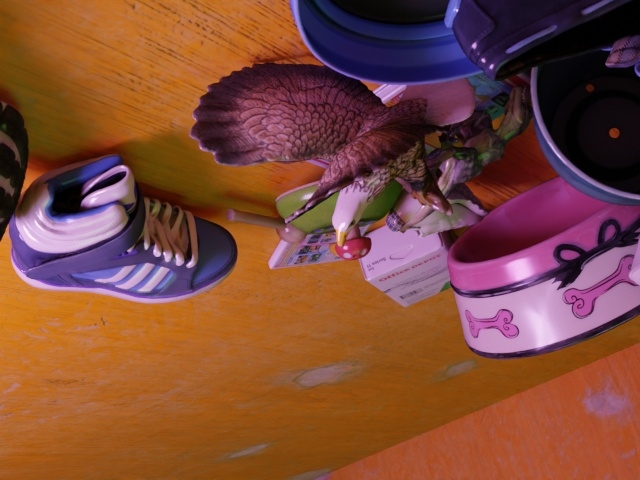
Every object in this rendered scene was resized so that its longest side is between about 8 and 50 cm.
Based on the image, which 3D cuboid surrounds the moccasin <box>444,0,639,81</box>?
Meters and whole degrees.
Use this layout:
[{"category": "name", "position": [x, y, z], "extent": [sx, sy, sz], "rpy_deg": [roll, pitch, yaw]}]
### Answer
[{"category": "moccasin", "position": [0.295, -0.219, 0.874], "extent": [0.342, 0.117, 0.138], "rpy_deg": [-15, 156, -6]}]

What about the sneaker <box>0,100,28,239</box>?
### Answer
[{"category": "sneaker", "position": [-0.435, -0.105, 0.859], "extent": [0.182, 0.158, 0.410], "rpy_deg": [15, 168, 13]}]

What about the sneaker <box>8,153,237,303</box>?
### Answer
[{"category": "sneaker", "position": [-0.232, -0.016, 1.133], "extent": [0.323, 0.130, 0.236], "rpy_deg": [1, 155, -25]}]

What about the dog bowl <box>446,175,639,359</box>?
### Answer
[{"category": "dog bowl", "position": [0.382, 0.015, 1.394], "extent": [0.408, 0.150, 0.408], "rpy_deg": [-28, -170, 5]}]

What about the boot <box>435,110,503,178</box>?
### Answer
[{"category": "boot", "position": [0.198, -0.134, 1.227], "extent": [0.106, 0.037, 0.114], "rpy_deg": [-23, 152, 14]}]

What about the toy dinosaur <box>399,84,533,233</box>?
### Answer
[{"category": "toy dinosaur", "position": [0.171, -0.105, 1.158], "extent": [0.118, 0.064, 0.268], "rpy_deg": [21, 123, -44]}]

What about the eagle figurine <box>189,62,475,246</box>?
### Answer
[{"category": "eagle figurine", "position": [0.039, -0.101, 0.985], "extent": [0.226, 0.225, 0.298], "rpy_deg": [-19, 158, 33]}]

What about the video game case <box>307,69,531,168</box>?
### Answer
[{"category": "video game case", "position": [0.135, -0.167, 1.185], "extent": [0.285, 0.025, 0.204], "rpy_deg": [-31, 152, 30]}]

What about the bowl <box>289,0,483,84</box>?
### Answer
[{"category": "bowl", "position": [0.152, -0.299, 0.845], "extent": [0.391, 0.077, 0.391], "rpy_deg": [-14, 156, -6]}]

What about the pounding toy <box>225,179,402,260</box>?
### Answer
[{"category": "pounding toy", "position": [0.013, -0.016, 1.249], "extent": [0.237, 0.110, 0.183], "rpy_deg": [-16, 172, 29]}]

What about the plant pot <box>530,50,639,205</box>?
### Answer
[{"category": "plant pot", "position": [0.393, -0.165, 1.105], "extent": [0.271, 0.272, 0.255], "rpy_deg": [-20, 171, 5]}]

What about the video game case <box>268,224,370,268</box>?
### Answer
[{"category": "video game case", "position": [0.000, 0.000, 1.467], "extent": [0.143, 0.019, 0.157], "rpy_deg": [-6, 155, -23]}]

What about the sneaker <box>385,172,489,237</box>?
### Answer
[{"category": "sneaker", "position": [0.181, -0.049, 1.348], "extent": [0.095, 0.090, 0.235], "rpy_deg": [-52, 151, 19]}]

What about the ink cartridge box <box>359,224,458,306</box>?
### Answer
[{"category": "ink cartridge box", "position": [0.171, 0.033, 1.568], "extent": [0.153, 0.087, 0.208], "rpy_deg": [-24, 155, 15]}]

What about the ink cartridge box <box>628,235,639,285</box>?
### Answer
[{"category": "ink cartridge box", "position": [0.587, -0.108, 1.154], "extent": [0.160, 0.385, 0.279], "rpy_deg": [30, 149, -3]}]
